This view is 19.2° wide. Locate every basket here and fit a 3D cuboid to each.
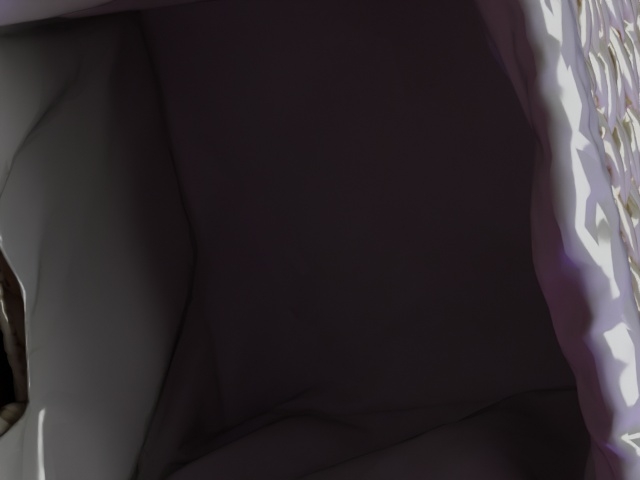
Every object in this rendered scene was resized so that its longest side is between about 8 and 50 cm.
[{"bbox_3d":[0.000,0.000,0.869,0.266,0.331,0.328,-34,113,-66],"label":"basket"}]
